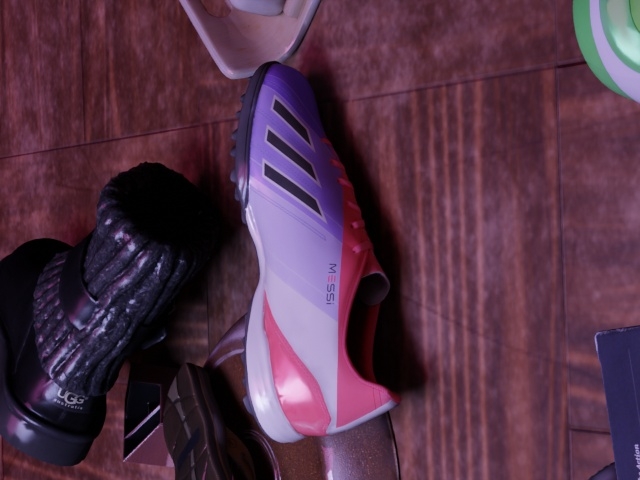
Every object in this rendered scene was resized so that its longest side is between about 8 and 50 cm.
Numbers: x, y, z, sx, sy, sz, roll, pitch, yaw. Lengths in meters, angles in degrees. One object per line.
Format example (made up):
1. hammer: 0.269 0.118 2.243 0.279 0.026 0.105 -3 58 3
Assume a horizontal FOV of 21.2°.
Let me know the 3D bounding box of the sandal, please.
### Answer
1. sandal: -0.089 0.199 1.444 0.090 0.060 0.219 -57 32 33

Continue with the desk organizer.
1. desk organizer: -0.154 0.160 1.579 0.130 0.050 0.047 -106 25 -69

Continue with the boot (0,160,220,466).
1. boot: -0.210 0.025 1.624 0.260 0.131 0.348 -61 25 19

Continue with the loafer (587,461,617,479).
1. loafer: 0.178 0.256 1.116 0.096 0.084 0.268 25 128 23

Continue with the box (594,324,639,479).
1. box: 0.250 0.116 0.971 0.158 0.093 0.156 -17 77 55

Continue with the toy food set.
1. toy food set: -0.058 -0.320 1.421 0.220 0.092 0.306 59 136 36

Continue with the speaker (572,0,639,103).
1. speaker: 0.271 -0.131 0.901 0.296 0.131 0.131 6 96 57

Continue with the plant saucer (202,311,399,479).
1. plant saucer: -0.040 0.204 1.460 0.310 0.050 0.311 7 98 57

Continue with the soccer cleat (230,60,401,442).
1. soccer cleat: 0.000 0.000 1.360 0.116 0.108 0.318 -12 67 22
